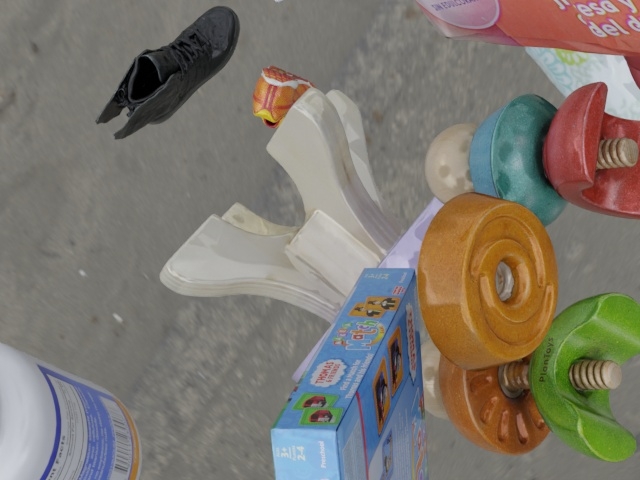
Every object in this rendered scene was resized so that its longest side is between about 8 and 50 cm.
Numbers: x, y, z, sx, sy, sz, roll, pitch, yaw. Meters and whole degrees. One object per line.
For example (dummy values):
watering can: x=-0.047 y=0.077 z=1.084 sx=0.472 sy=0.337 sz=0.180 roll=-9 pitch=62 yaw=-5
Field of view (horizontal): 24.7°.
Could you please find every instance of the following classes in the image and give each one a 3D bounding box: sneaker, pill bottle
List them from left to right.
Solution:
pill bottle: x=-0.268 y=0.165 z=1.208 sx=0.152 sy=0.272 sz=0.152 roll=-5 pitch=72 yaw=17
sneaker: x=-0.145 y=-0.165 z=1.412 sx=0.051 sy=0.089 sz=0.170 roll=41 pitch=91 yaw=11
sneaker: x=-0.051 y=-0.169 z=1.734 sx=0.064 sy=0.175 sz=0.067 roll=22 pitch=100 yaw=10

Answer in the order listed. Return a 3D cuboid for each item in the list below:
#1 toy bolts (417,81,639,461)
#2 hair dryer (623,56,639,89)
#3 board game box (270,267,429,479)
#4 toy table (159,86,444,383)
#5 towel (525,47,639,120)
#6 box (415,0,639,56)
toy bolts: x=0.101 y=0.005 z=0.914 sx=0.158 sy=0.218 sz=0.228 roll=-3 pitch=64 yaw=45
hair dryer: x=0.206 y=-0.161 z=0.853 sx=0.080 sy=0.293 sz=0.224 roll=-7 pitch=56 yaw=9
board game box: x=0.023 y=0.127 z=0.819 sx=0.039 sy=0.211 sz=0.160 roll=1 pitch=110 yaw=16
toy table: x=0.000 y=0.000 z=1.203 sx=0.161 sy=0.274 sz=0.252 roll=40 pitch=42 yaw=2
towel: x=0.413 y=-0.209 z=1.500 sx=0.320 sy=0.374 sz=0.090 roll=53 pitch=43 yaw=5
box: x=0.115 y=-0.203 z=0.348 sx=0.142 sy=0.154 sz=0.300 roll=15 pitch=65 yaw=48
